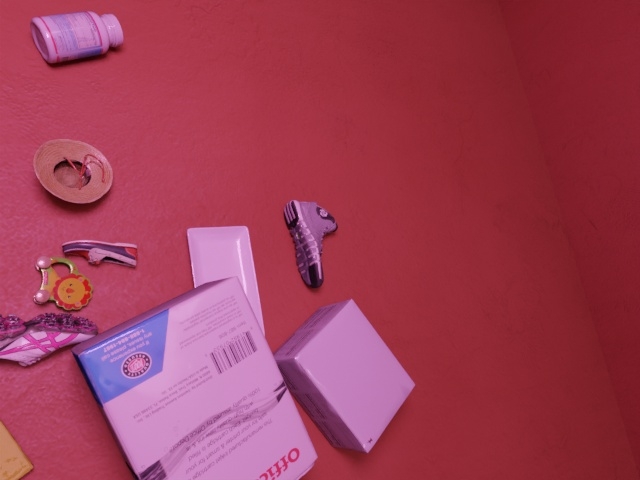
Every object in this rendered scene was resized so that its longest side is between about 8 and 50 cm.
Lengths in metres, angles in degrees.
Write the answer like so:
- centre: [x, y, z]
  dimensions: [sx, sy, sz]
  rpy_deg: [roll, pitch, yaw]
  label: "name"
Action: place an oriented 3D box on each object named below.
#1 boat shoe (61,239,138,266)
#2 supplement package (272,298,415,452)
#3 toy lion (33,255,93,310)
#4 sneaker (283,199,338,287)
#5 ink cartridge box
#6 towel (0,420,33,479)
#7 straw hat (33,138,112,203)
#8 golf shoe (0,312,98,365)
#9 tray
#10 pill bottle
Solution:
- centre: [-0.430, 0.026, 0.876]
  dimensions: [0.137, 0.049, 0.043]
  rpy_deg: [6, 74, -36]
  label: "boat shoe"
- centre: [0.050, 0.305, 1.028]
  dimensions: [0.204, 0.145, 0.262]
  rpy_deg: [-41, 98, -34]
  label: "supplement package"
- centre: [-0.479, 0.082, 0.837]
  dimensions: [0.096, 0.034, 0.100]
  rpy_deg: [5, 72, -38]
  label: "toy lion"
- centre: [0.000, 0.000, 1.133]
  dimensions: [0.132, 0.086, 0.229]
  rpy_deg: [-9, 79, -36]
  label: "sneaker"
- centre: [-0.221, 0.306, 0.820]
  dimensions: [0.285, 0.166, 0.395]
  rpy_deg: [-26, 96, -35]
  label: "ink cartridge box"
- centre: [-0.575, 0.303, 0.711]
  dimensions: [0.102, 0.021, 0.237]
  rpy_deg: [-35, 96, -30]
  label: "towel"
- centre: [-0.490, -0.124, 0.876]
  dimensions: [0.144, 0.061, 0.145]
  rpy_deg: [26, 52, -39]
  label: "straw hat"
- centre: [-0.494, 0.174, 0.784]
  dimensions: [0.186, 0.067, 0.086]
  rpy_deg: [5, 104, -36]
  label: "golf shoe"
- centre: [-0.213, 0.102, 0.997]
  dimensions: [0.145, 0.030, 0.271]
  rpy_deg: [-3, 76, -34]
  label: "tray"
- centre: [-0.510, -0.434, 0.947]
  dimensions: [0.160, 0.087, 0.087]
  rpy_deg: [-31, 92, -36]
  label: "pill bottle"
